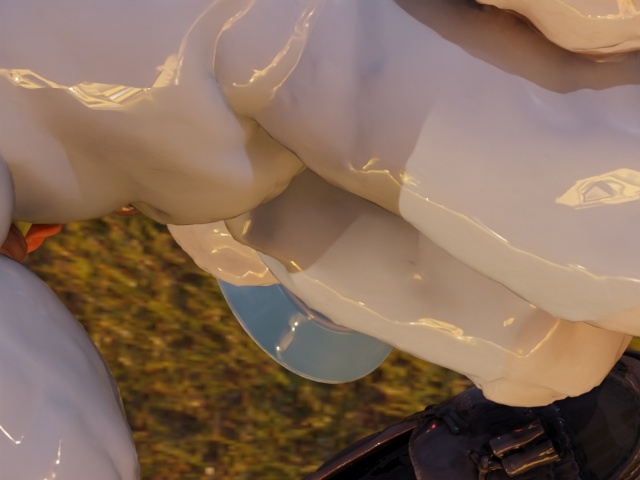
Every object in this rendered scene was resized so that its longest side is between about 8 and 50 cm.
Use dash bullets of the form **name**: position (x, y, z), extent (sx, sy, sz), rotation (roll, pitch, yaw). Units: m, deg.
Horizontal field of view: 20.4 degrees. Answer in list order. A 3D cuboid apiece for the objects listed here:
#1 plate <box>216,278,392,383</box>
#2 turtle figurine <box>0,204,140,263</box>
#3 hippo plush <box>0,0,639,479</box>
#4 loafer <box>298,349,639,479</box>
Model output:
- **plate**: position (0.000, 0.000, 1.163), extent (0.024, 0.188, 0.188), rotation (-21, 73, 41)
- **turtle figurine**: position (-0.089, -0.044, 0.644), extent (0.087, 0.217, 0.269), rotation (39, 60, -10)
- **hippo plush**: position (-0.050, -0.031, 0.372), extent (0.236, 0.294, 0.234), rotation (-42, 32, -28)
- **loafer**: position (0.062, 0.147, 0.992), extent (0.302, 0.095, 0.109), rotation (-29, 70, 34)
